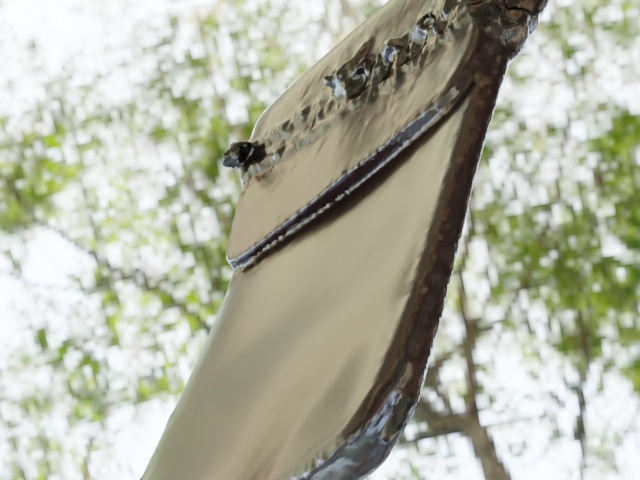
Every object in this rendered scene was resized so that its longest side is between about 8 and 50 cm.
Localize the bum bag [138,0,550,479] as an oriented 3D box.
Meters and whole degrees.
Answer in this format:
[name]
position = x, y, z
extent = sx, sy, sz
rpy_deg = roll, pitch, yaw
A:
[bum bag]
position = 0.000, 0.000, 0.408
extent = 0.109, 0.026, 0.159
rpy_deg = -36, -156, 43
